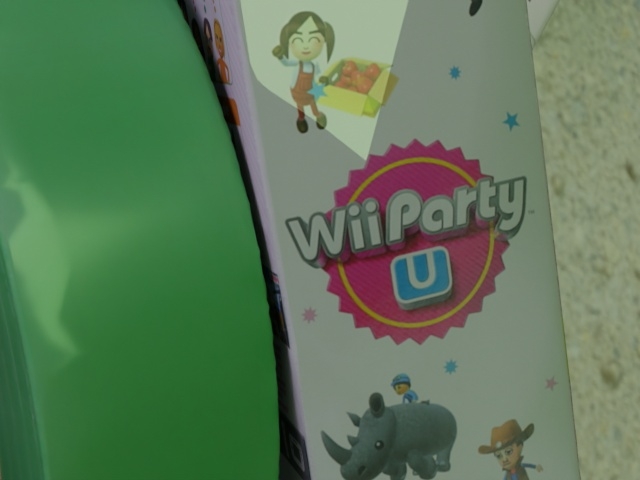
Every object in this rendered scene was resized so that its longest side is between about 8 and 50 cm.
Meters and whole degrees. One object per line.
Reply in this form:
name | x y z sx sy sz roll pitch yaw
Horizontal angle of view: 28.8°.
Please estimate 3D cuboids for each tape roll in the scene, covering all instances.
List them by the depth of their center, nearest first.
tape roll | -0.128 0.017 0.472 0.077 0.321 0.321 -14 89 -31

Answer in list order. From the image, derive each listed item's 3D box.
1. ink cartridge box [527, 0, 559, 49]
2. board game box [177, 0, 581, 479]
ink cartridge box | -0.005 -0.137 0.683 0.223 0.129 0.307 40 64 -19
board game box | 0.000 0.000 0.470 0.097 0.224 0.304 -14 104 -15
